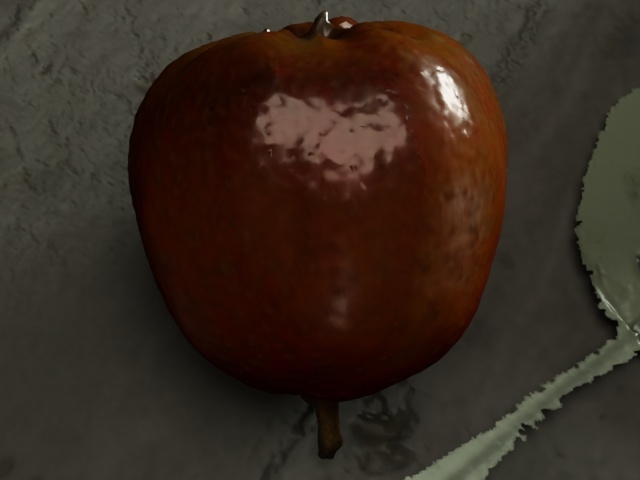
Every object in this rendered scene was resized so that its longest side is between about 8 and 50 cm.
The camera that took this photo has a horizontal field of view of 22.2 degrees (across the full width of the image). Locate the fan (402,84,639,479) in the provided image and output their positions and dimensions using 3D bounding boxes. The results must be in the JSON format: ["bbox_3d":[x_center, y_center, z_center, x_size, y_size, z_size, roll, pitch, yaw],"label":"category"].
[{"bbox_3d":[0.188,0.039,0.890,0.415,0.012,0.233,-31,73,-21],"label":"fan"}]

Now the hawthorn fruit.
[{"bbox_3d":[0.000,0.000,0.811,0.196,0.196,0.225,-2,96,-8],"label":"hawthorn fruit"}]
